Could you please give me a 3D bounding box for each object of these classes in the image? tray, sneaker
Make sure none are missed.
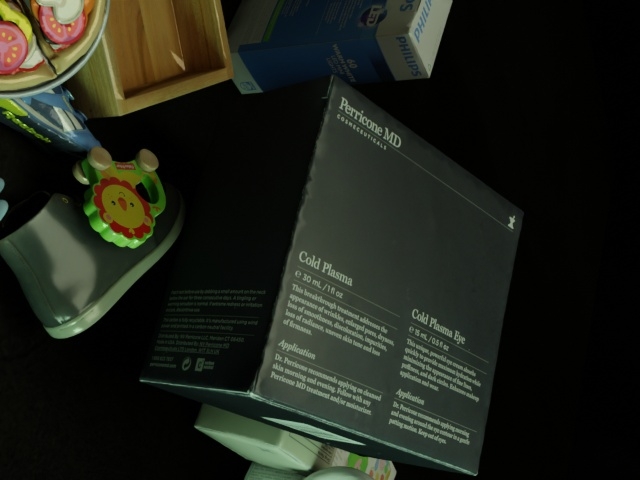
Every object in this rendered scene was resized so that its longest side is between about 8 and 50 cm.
[{"bbox_3d":[-0.204,-0.343,0.862,0.203,0.076,0.410,-36,121,-55],"label":"tray"},{"bbox_3d":[-0.212,-0.021,0.843,0.118,0.083,0.222,64,33,-27],"label":"sneaker"},{"bbox_3d":[-0.247,-0.118,0.808,0.144,0.053,0.059,46,49,-54],"label":"sneaker"}]

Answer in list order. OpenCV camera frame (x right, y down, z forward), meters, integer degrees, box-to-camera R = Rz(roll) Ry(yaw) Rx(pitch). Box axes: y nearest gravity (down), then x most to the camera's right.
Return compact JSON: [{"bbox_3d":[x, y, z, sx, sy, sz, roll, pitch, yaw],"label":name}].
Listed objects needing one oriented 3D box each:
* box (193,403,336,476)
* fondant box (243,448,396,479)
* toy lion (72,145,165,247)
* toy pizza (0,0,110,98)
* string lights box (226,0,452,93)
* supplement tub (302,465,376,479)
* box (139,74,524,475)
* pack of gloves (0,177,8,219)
[{"bbox_3d":[-0.036,0.160,1.101,0.148,0.127,0.232,51,52,-52],"label":"box"},{"bbox_3d":[-0.015,0.379,1.197,0.330,0.096,0.238,-61,141,-39],"label":"fondant box"},{"bbox_3d":[-0.182,-0.038,0.819,0.100,0.034,0.096,-6,67,-57],"label":"toy lion"},{"bbox_3d":[-0.263,-0.218,0.718,0.201,0.032,0.201,-3,95,-37],"label":"toy pizza"},{"bbox_3d":[0.016,-0.259,1.071,0.076,0.260,0.133,56,44,-46],"label":"string lights box"},{"bbox_3d":[0.048,0.371,1.064,0.199,0.144,0.144,53,46,-49],"label":"supplement tub"},{"bbox_3d":[0.032,0.052,0.938,0.343,0.179,0.312,29,68,-39],"label":"box"},{"bbox_3d":[-0.296,-0.070,0.582,0.195,0.046,0.232,57,17,-16],"label":"pack of gloves"}]
